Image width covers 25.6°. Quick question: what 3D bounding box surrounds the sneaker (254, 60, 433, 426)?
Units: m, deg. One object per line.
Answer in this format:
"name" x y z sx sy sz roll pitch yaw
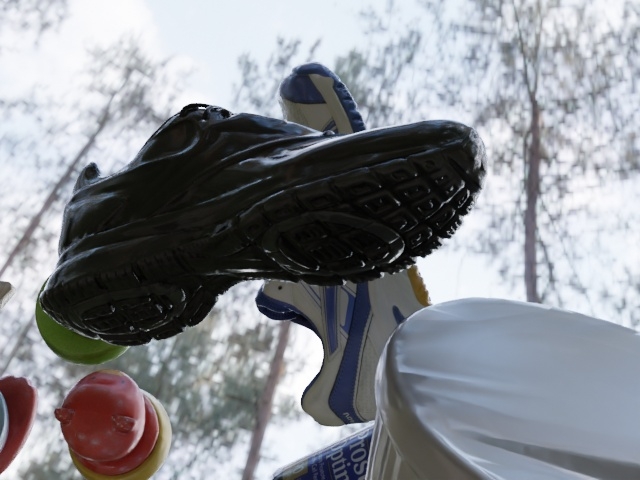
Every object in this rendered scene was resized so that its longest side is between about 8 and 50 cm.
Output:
"sneaker" 0.000 0.000 1.095 0.131 0.296 0.112 -20 -20 3

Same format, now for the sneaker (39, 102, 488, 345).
"sneaker" -0.042 -0.034 0.843 0.286 0.130 0.109 -14 -34 17

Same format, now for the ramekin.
"ramekin" 0.146 0.151 0.789 0.273 0.273 0.127 17 -69 -1

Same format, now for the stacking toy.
"stacking toy" -0.334 0.140 1.598 0.309 0.279 0.130 -5 -20 5

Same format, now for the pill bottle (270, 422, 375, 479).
"pill bottle" 0.076 0.217 1.255 0.219 0.123 0.123 -27 -68 11
